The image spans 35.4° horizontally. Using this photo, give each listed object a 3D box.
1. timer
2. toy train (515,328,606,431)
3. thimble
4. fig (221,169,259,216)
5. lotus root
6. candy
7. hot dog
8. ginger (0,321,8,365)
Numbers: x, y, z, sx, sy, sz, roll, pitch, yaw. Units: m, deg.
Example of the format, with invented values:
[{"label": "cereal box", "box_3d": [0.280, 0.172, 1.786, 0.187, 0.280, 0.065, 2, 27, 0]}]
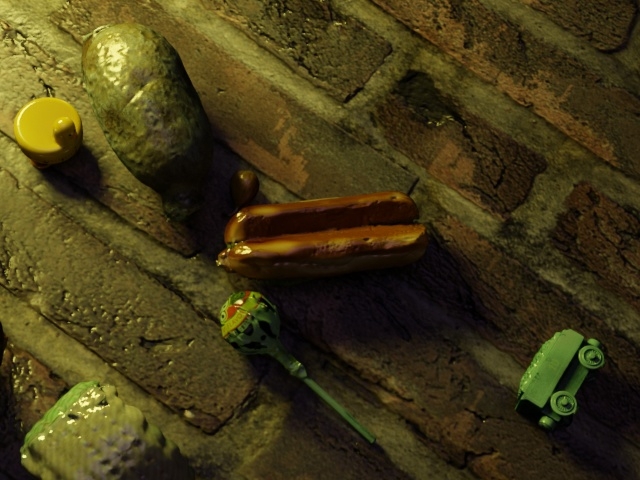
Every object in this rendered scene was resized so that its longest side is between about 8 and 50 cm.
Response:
[{"label": "timer", "box_3d": [-0.421, -0.174, 1.557, 0.107, 0.109, 0.107, 4, 66, -8]}, {"label": "toy train", "box_3d": [0.370, 0.213, 1.555, 0.099, 0.070, 0.172, 31, 65, 15]}, {"label": "thimble", "box_3d": [-0.282, 0.297, 1.321, 0.219, 0.219, 0.150, 41, 69, 9]}, {"label": "fig", "box_3d": [-0.129, -0.073, 1.603, 0.050, 0.050, 0.083, 27, 83, 2]}, {"label": "lotus root", "box_3d": [-0.261, -0.198, 1.564, 0.175, 0.175, 0.350, -23, 76, -18]}, {"label": "candy", "box_3d": [-0.027, 0.192, 1.502, 0.305, 0.083, 0.091, 42, 50, 0]}, {"label": "hot dog", "box_3d": [0.000, 0.000, 1.564, 0.337, 0.100, 0.135, -8, 60, -14]}, {"label": "ginger", "box_3d": [-0.541, 0.160, 1.343, 0.223, 0.200, 0.269, 5, 62, -2]}]
